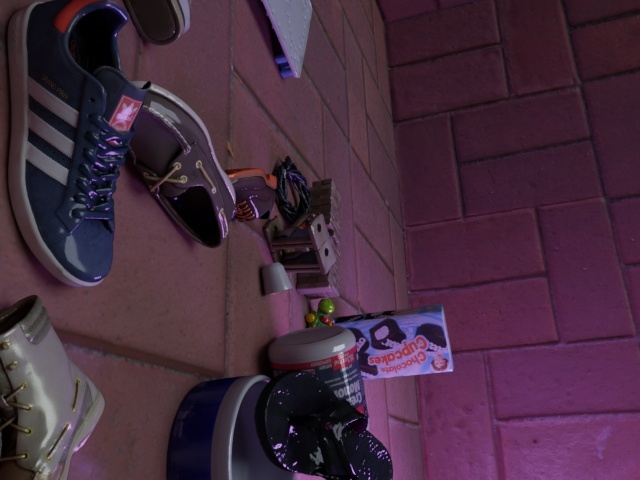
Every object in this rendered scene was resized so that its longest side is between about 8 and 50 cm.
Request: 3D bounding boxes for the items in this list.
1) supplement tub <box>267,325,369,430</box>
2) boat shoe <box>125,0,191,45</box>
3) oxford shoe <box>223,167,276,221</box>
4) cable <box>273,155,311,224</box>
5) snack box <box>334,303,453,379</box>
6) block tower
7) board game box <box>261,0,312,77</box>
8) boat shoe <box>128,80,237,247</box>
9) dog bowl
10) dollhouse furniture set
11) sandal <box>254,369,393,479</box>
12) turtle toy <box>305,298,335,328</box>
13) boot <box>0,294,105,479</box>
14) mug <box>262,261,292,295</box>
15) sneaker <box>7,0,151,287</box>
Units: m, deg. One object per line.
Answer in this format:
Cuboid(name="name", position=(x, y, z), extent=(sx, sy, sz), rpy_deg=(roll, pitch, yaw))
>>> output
Cuboid(name="supplement tub", position=(0.000, 0.333, 1.282), extent=(0.191, 0.191, 0.272), rpy_deg=(-22, 103, -72))
Cuboid(name="boat shoe", position=(-0.279, -0.470, 0.941), extent=(0.103, 0.113, 0.302), rpy_deg=(-77, 163, -53))
Cuboid(name="oxford shoe", position=(-0.146, -0.087, 1.189), extent=(0.271, 0.096, 0.098), rpy_deg=(0, 88, -73))
Cuboid(name="cable", position=(-0.066, -0.113, 1.534), extent=(0.151, 0.047, 0.184), rpy_deg=(-79, 155, -47))
Cuboid(name="snack box", position=(0.209, 0.300, 1.747), extent=(0.060, 0.321, 0.187), rpy_deg=(-50, 129, -71))
Cuboid(name="block tower", position=(0.000, 0.000, 1.617), extent=(0.097, 0.091, 0.336), rpy_deg=(57, 30, -52))
Cuboid(name="board game box", position=(-0.125, -0.703, 1.634), extent=(0.390, 0.050, 0.390), rpy_deg=(63, 25, -45))
Cuboid(name="boat shoe", position=(-0.219, -0.104, 0.931), extent=(0.324, 0.116, 0.097), rpy_deg=(66, 19, -56))
Cuboid(name="dog bowl", position=(-0.135, 0.357, 0.982), extent=(0.265, 0.104, 0.265), rpy_deg=(-8, 90, -73))
Cuboid(name="dollhouse furniture set", position=(-0.025, -0.020, 1.425), extent=(0.184, 0.129, 0.129), rpy_deg=(-49, 130, -52))
Cuboid(name="sandal", position=(0.044, 0.361, 1.081), extent=(0.446, 0.107, 0.168), rpy_deg=(47, 45, -41))
Cuboid(name="turtle toy", position=(0.006, 0.216, 1.570), extent=(0.095, 0.066, 0.130), rpy_deg=(40, 44, -65))
Cuboid(name="boot", position=(-0.302, 0.170, 0.586), extent=(0.213, 0.077, 0.165), rpy_deg=(-78, 154, -61))
Cuboid(name="mug", position=(-0.104, 0.085, 1.323), extent=(0.062, 0.078, 0.064), rpy_deg=(-13, 84, -41))
Cuboid(name="sneaker", position=(-0.270, -0.122, 0.711), extent=(0.131, 0.148, 0.350), rpy_deg=(-7, 89, -73))
